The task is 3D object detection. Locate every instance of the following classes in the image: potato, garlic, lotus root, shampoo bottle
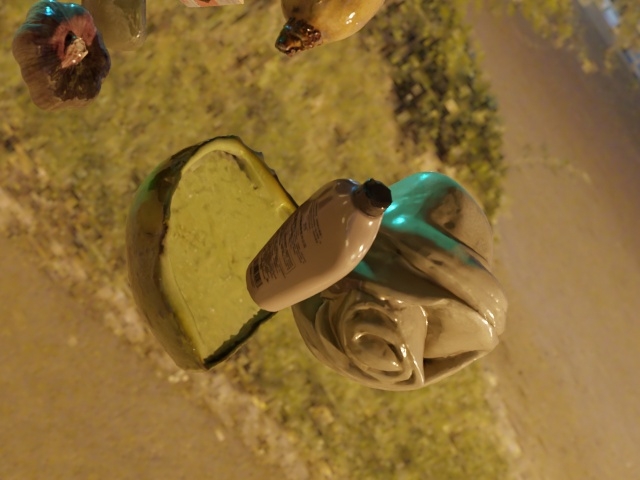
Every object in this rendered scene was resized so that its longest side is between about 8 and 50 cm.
[{"bbox_3d":[-0.182,0.007,1.850,0.330,0.213,0.280,-39,111,-44],"label":"potato"},{"bbox_3d":[-0.358,-0.259,1.795,0.147,0.102,0.159,13,74,-46],"label":"garlic"},{"bbox_3d":[0.033,-0.413,2.017,0.151,0.169,0.342,47,61,-41],"label":"lotus root"},{"bbox_3d":[0.000,0.000,1.602,0.078,0.257,0.127,16,55,-29],"label":"shampoo bottle"}]

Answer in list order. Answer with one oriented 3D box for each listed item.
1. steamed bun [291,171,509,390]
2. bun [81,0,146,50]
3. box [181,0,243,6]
[{"bbox_3d":[0.114,0.098,2.122,0.342,0.368,0.255,60,32,-11],"label":"steamed bun"},{"bbox_3d":[-0.352,-0.407,2.172,0.173,0.114,0.166,-110,-160,-63],"label":"bun"},{"bbox_3d":[-0.148,-0.324,1.701,0.046,0.083,0.012,34,58,-65],"label":"box"}]
